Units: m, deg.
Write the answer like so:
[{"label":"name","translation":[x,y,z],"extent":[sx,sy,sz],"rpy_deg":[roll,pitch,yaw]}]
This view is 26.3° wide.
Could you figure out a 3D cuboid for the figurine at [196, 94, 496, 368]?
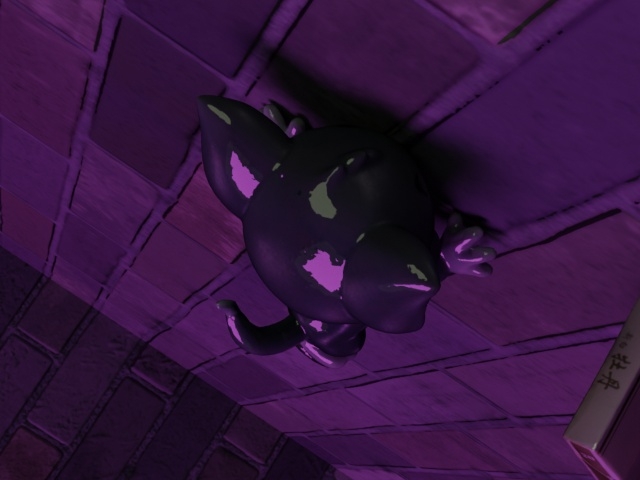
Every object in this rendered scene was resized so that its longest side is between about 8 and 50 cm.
[{"label":"figurine","translation":[-0.004,0.004,0.902],"extent":[0.193,0.140,0.265],"rpy_deg":[48,145,12]}]

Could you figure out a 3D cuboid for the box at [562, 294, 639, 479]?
[{"label":"box","translation":[0.216,0.122,0.866],"extent":[0.029,0.109,0.198],"rpy_deg":[21,162,37]}]
